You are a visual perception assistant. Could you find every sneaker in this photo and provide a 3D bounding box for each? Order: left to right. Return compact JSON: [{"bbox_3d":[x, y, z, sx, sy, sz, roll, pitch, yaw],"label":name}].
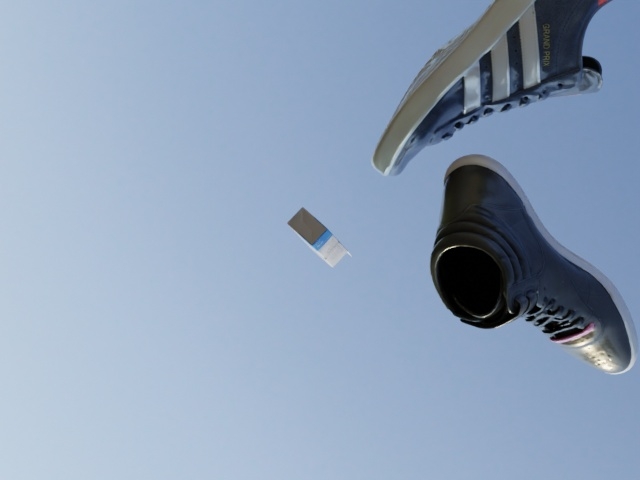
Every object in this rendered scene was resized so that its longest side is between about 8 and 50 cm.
[{"bbox_3d":[0.202,-0.171,1.392,0.350,0.148,0.131,-47,-172,22],"label":"sneaker"},{"bbox_3d":[0.208,0.064,1.354,0.104,0.296,0.147,-27,-157,39],"label":"sneaker"}]

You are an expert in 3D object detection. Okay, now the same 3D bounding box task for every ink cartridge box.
[{"bbox_3d":[0.000,0.000,1.567,0.028,0.083,0.048,-47,-123,-2],"label":"ink cartridge box"}]
